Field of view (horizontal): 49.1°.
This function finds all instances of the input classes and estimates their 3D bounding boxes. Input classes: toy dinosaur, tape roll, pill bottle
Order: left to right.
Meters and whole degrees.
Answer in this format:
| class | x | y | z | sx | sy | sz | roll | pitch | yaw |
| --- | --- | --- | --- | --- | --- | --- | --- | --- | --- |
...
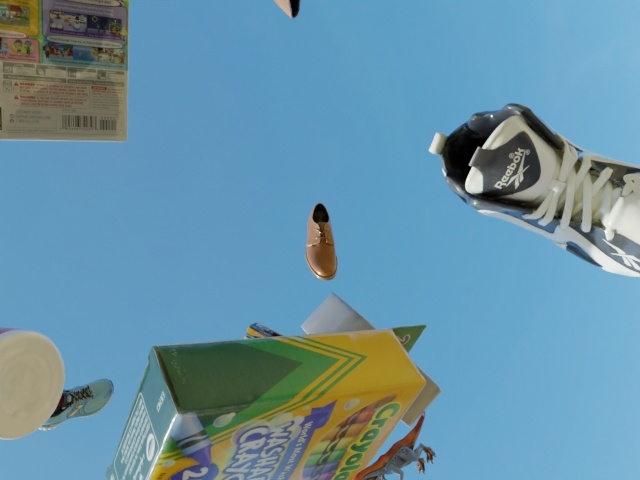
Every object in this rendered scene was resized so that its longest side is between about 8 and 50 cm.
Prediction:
| class | x | y | z | sx | sy | sz | roll | pitch | yaw |
| --- | --- | --- | --- | --- | --- | --- | --- | --- | --- |
| pill bottle | -0.611 | 0.228 | 1.195 | 0.176 | 0.318 | 0.176 | -3 | -87 | -62 |
| tape roll | 0.074 | 0.174 | 1.031 | 0.072 | 0.219 | 0.219 | -47 | -62 | -5 |
| toy dinosaur | 0.065 | 0.213 | 0.672 | 0.082 | 0.047 | 0.090 | 7 | -124 | -21 |

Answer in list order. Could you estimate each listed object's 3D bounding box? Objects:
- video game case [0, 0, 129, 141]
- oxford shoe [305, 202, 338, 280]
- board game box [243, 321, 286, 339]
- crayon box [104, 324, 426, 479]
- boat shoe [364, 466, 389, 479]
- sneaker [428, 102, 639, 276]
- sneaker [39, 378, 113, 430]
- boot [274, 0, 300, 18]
| class | x | y | z | sx | sy | sz | roll | pitch | yaw |
| --- | --- | --- | --- | --- | --- | --- | --- | --- | --- |
| video game case | -0.310 | -0.205 | 0.756 | 0.212 | 0.023 | 0.193 | -5 | -75 | -39 |
| oxford shoe | 0.000 | 0.000 | 1.691 | 0.076 | 0.076 | 0.212 | -4 | -127 | -8 |
| board game box | -0.073 | 0.246 | 1.245 | 0.141 | 0.170 | 0.048 | -68 | -13 | 8 |
| crayon box | -0.034 | 0.191 | 0.725 | 0.322 | 0.083 | 0.203 | 0 | -49 | -34 |
| boat shoe | 0.106 | 0.543 | 1.556 | 0.183 | 0.066 | 0.066 | 11 | -60 | -2 |
| sneaker | 0.185 | -0.040 | 0.546 | 0.153 | 0.235 | 0.094 | 6 | -65 | -48 |
| sneaker | -0.483 | 0.318 | 1.376 | 0.162 | 0.073 | 0.063 | -25 | -111 | -26 |
| boot | -0.131 | -0.513 | 1.249 | 0.280 | 0.264 | 0.096 | 44 | -104 | -3 |
